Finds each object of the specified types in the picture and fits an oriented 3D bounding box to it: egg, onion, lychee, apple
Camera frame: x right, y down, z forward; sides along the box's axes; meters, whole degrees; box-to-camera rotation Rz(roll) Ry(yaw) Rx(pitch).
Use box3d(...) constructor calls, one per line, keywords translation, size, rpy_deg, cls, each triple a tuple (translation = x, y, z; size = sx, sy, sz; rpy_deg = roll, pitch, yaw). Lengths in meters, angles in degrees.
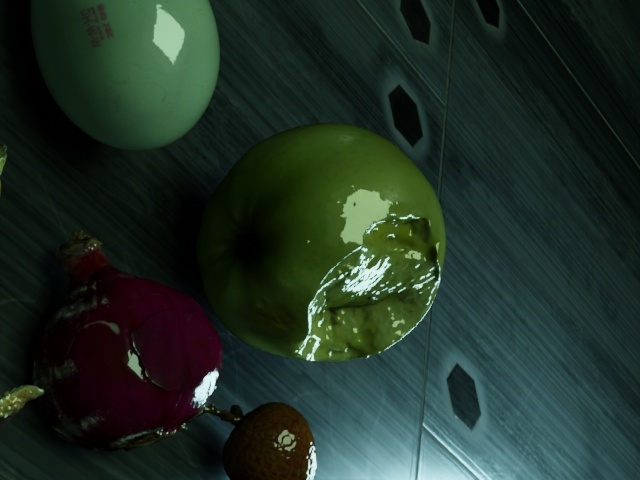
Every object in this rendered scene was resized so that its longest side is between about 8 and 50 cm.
box3d(translation=(-0.199, -0.217, 1.583), size=(0.183, 0.183, 0.264), rpy_deg=(5, 64, -58), cls="egg")
box3d(translation=(-0.186, 0.086, 1.501), size=(0.195, 0.140, 0.218), rpy_deg=(-5, 75, -53), cls="onion")
box3d(translation=(-0.062, 0.213, 1.654), size=(0.140, 0.101, 0.114), rpy_deg=(62, 34, -20), cls="lychee")
box3d(translation=(0.000, 0.000, 1.729), size=(0.279, 0.279, 0.279), rpy_deg=(35, 45, -46), cls="apple")

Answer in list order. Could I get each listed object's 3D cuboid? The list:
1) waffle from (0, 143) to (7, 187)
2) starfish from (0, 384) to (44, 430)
box3d(translation=(-0.338, -0.044, 1.415), size=(0.125, 0.032, 0.191), rpy_deg=(38, 41, -41), cls="waffle")
box3d(translation=(-0.279, 0.228, 1.291), size=(0.238, 0.071, 0.216), rpy_deg=(74, 25, -51), cls="starfish")
